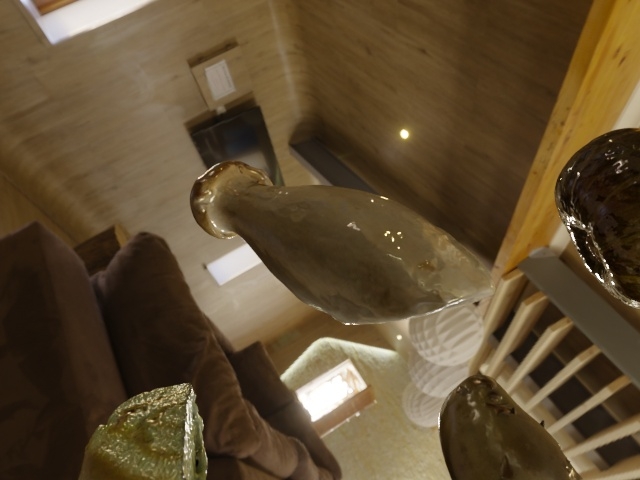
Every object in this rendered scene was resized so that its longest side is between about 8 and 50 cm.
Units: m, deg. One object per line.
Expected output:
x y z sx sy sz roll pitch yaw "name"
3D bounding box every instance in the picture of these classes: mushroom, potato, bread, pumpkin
0.000 0.000 0.450 0.350 0.128 0.128 25 -31 37 "mushroom"
0.267 0.320 0.660 0.262 0.165 0.164 -108 177 -53 "potato"
-0.159 0.203 0.403 0.156 0.110 0.102 -139 -134 -70 "bread"
0.375 -0.027 0.513 0.219 0.162 0.219 55 20 -31 "pumpkin"
